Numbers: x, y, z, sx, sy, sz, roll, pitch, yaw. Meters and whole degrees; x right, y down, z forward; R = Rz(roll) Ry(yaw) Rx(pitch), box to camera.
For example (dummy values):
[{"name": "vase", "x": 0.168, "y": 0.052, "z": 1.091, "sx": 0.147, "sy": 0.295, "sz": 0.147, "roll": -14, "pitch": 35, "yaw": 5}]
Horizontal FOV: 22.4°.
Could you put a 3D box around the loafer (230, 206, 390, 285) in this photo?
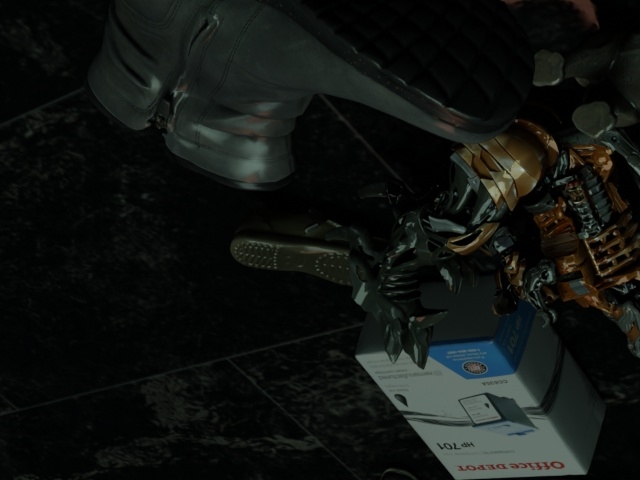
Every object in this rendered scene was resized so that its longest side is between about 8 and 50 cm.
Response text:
[{"name": "loafer", "x": 0.000, "y": 0.000, "z": 1.340, "sx": 0.148, "sy": 0.050, "sz": 0.056, "roll": 11, "pitch": 149, "yaw": -12}]

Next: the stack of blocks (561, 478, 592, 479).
[{"name": "stack of blocks", "x": 0.311, "y": 0.357, "z": 1.603, "sx": 0.171, "sy": 0.087, "sz": 0.297, "roll": -2, "pitch": 138, "yaw": 28}]

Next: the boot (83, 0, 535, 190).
[{"name": "boot", "x": -0.015, "y": -0.114, "z": 1.107, "sx": 0.338, "sy": 0.118, "sz": 0.223, "roll": 34, "pitch": 143, "yaw": 21}]

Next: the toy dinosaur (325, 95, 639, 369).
[{"name": "toy dinosaur", "x": 0.129, "y": -0.037, "z": 1.177, "sx": 0.218, "sy": 0.164, "sz": 0.322, "roll": -43, "pitch": 72, "yaw": 36}]

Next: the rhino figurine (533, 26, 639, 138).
[{"name": "rhino figurine", "x": 0.263, "y": -0.114, "z": 1.024, "sx": 0.243, "sy": 0.106, "sz": 0.073, "roll": -6, "pitch": 97, "yaw": 30}]

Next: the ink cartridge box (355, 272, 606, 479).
[{"name": "ink cartridge box", "x": 0.141, "y": 0.121, "z": 1.394, "sx": 0.139, "sy": 0.082, "sz": 0.191, "roll": -9, "pitch": 132, "yaw": 35}]

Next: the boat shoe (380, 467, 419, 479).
[{"name": "boat shoe", "x": 0.080, "y": 0.280, "z": 1.662, "sx": 0.048, "sy": 0.042, "sz": 0.133, "roll": 15, "pitch": 142, "yaw": 13}]
